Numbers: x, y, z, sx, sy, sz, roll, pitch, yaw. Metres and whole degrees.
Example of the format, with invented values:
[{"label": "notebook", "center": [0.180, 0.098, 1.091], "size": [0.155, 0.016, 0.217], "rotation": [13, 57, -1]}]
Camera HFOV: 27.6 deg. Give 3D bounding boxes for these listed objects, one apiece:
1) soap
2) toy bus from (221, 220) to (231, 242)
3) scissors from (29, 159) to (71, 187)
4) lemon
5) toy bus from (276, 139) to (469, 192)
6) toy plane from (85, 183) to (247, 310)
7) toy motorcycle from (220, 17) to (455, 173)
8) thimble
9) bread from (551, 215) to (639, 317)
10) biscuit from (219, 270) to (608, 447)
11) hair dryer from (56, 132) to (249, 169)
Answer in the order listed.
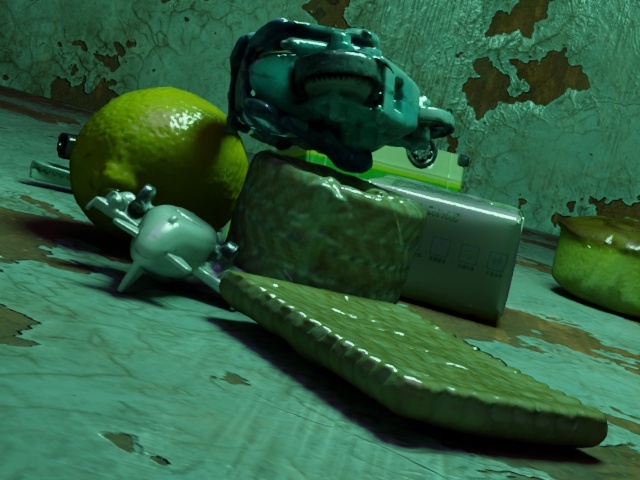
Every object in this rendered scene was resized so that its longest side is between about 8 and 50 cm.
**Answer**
[{"label": "soap", "center": [0.149, 0.005, 1.632], "size": [0.199, 0.139, 0.182], "rotation": [15, 5, 7]}, {"label": "toy bus", "center": [-0.069, -0.030, 1.693], "size": [0.074, 0.081, 0.226], "rotation": [14, 7, 5]}, {"label": "scissors", "center": [-0.271, -0.067, 1.767], "size": [0.256, 0.030, 0.125], "rotation": [15, 6, -27]}, {"label": "lemon", "center": [-0.176, -0.078, 1.426], "size": [0.186, 0.187, 0.244], "rotation": [18, 14, 22]}, {"label": "toy bus", "center": [0.079, -0.093, 2.126], "size": [0.305, 0.179, 0.143], "rotation": [11, -8, -28]}, {"label": "toy plane", "center": [-0.144, 0.007, 1.230], "size": [0.174, 0.080, 0.174], "rotation": [32, 9, -5]}, {"label": "toy motorcycle", "center": [0.012, -0.145, 1.392], "size": [0.206, 0.154, 0.260], "rotation": [-5, -15, 29]}, {"label": "thimble", "center": [0.004, 0.001, 1.345], "size": [0.195, 0.148, 0.229], "rotation": [16, 7, -17]}, {"label": "bread", "center": [0.501, 0.040, 2.080], "size": [0.269, 0.148, 0.270], "rotation": [14, 6, -2]}, {"label": "biscuit", "center": [0.065, 0.097, 1.087], "size": [0.217, 0.044, 0.325], "rotation": [12, 8, -33]}, {"label": "hair dryer", "center": [-0.237, -0.103, 1.767], "size": [0.251, 0.089, 0.197], "rotation": [8, 11, -27]}]
